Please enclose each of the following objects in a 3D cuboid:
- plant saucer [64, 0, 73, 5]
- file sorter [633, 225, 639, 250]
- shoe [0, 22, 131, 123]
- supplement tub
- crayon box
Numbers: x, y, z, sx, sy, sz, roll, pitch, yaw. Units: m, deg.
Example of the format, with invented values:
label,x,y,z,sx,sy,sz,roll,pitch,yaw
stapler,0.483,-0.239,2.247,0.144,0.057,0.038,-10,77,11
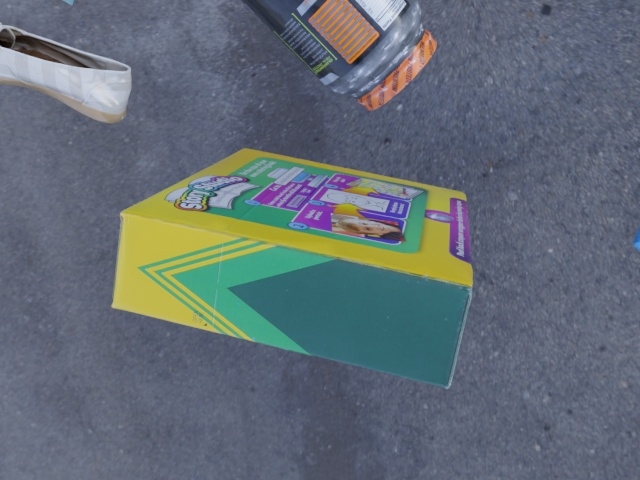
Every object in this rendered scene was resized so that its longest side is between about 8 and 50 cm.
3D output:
label,x,y,z,sx,sy,sz,roll,pitch,yaw
plant saucer,-0.453,-0.463,1.051,0.018,0.067,0.192,-36,70,17
file sorter,0.435,-0.031,0.690,0.118,0.170,0.104,42,148,-7
shoe,-0.300,-0.190,0.667,0.218,0.077,0.058,20,129,-16
supplement tub,0.020,-0.389,1.069,0.207,0.207,0.338,-40,108,23
crayon box,0.000,0.000,0.726,0.312,0.363,0.106,11,108,8
